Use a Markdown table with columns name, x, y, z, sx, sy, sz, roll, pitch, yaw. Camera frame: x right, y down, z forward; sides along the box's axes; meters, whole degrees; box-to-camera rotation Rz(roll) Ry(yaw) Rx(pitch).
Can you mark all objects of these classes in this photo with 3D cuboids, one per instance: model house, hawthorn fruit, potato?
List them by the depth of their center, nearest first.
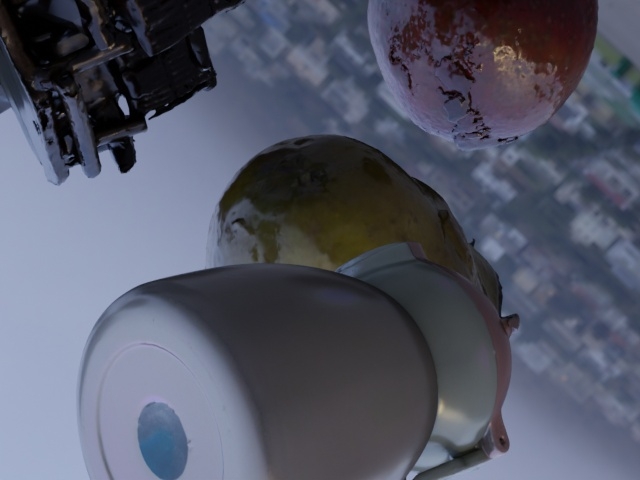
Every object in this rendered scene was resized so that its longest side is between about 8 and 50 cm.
| name | x | y | z | sx | sy | sz | roll | pitch | yaw |
| --- | --- | --- | --- | --- | --- | --- | --- | --- | --- |
| potato | 0.000 | 0.000 | 1.389 | 0.296 | 0.290 | 0.397 | 64 | 176 | -38 |
| model house | -0.185 | -0.216 | 1.495 | 0.297 | 0.282 | 0.317 | 42 | 155 | 59 |
| hawthorn fruit | 0.210 | -0.276 | 1.881 | 0.316 | 0.316 | 0.316 | 41 | -168 | -11 |

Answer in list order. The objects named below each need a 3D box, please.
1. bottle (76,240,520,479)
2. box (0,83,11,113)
| name | x | y | z | sx | sy | sz | roll | pitch | yaw |
| --- | --- | --- | --- | --- | --- | --- | --- | --- | --- |
| bottle | 0.007 | 0.075 | 0.768 | 0.236 | 0.147 | 0.147 | -12 | -128 | -44 |
| box | -0.474 | -0.224 | 1.753 | 0.073 | 0.290 | 0.289 | 45 | 150 | 27 |
